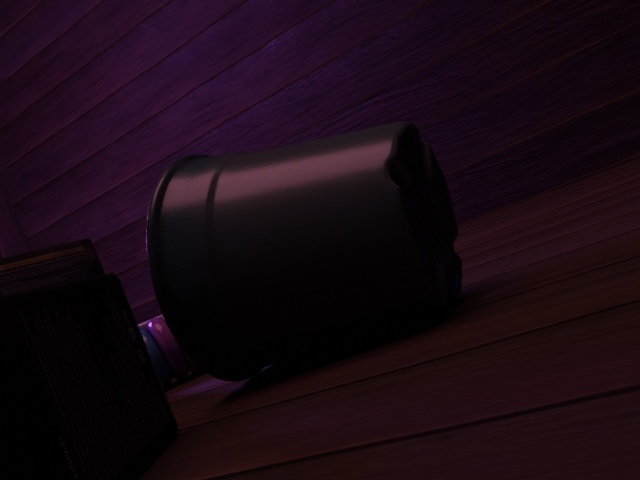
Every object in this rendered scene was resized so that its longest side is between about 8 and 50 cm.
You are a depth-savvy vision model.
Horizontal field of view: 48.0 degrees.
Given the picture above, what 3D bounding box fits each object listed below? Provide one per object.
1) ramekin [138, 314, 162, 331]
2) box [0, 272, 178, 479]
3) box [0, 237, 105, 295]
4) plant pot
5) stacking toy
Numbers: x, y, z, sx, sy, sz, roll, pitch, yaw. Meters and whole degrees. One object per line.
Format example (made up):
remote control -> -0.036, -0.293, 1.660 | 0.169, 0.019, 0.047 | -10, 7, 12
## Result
ramekin -> -0.423, 0.268, 1.665 | 0.277, 0.135, 0.277 | -23, -1, 0
box -> -0.350, 0.191, 0.673 | 0.293, 0.212, 0.395 | -22, 0, 4
box -> -0.459, 0.182, 1.124 | 0.097, 0.318, 0.395 | -22, 1, 25
plant pot -> 0.000, 0.000, 0.999 | 0.334, 0.341, 0.341 | -15, 3, 23
stacking toy -> -0.394, 0.264, 1.378 | 0.330, 0.141, 0.141 | -28, 1, -19
